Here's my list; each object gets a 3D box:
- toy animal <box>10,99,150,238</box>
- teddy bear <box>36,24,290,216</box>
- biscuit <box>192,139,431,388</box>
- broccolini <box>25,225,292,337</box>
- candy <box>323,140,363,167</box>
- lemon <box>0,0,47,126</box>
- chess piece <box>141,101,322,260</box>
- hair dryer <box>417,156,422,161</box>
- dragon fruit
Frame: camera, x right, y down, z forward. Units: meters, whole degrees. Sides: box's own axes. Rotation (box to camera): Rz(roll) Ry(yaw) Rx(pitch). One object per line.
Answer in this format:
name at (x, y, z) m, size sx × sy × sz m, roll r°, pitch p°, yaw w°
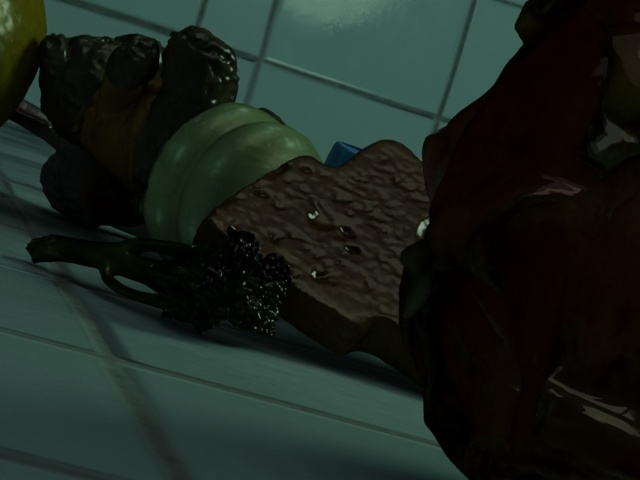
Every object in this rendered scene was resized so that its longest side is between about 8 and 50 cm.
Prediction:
toy animal at (-0.191, -0.061, 1.516) m, size 0.324 × 0.090 × 0.195 m, roll 29°, pitch 5°, yaw 18°
teddy bear at (-0.136, -0.097, 1.382) m, size 0.190 × 0.140 × 0.177 m, roll 31°, pitch -10°, yaw 31°
biscuit at (0.066, 0.015, 1.093) m, size 0.301 × 0.043 × 0.278 m, roll 9°, pitch 37°, yaw -16°
broccolini at (-0.101, 0.026, 1.021) m, size 0.201 × 0.058 × 0.074 m, roll -1°, pitch -25°, yaw 42°
candy at (0.141, 0.025, 1.422) m, size 0.306 × 0.100 × 0.157 m, roll 25°, pitch 3°, yaw 9°
lemon at (-0.329, -0.174, 1.406) m, size 0.228 × 0.228 × 0.253 m, roll 17°, pitch 23°, yaw 9°
chess piece at (0.000, 0.000, 1.245) m, size 0.243 × 0.133 × 0.133 m, roll 27°, pitch 9°, yaw 41°
hair dryer at (0.128, 0.035, 1.590) m, size 0.236 × 0.131 × 0.073 m, roll 33°, pitch 40°, yaw -5°
dragon fruit at (0.158, 0.010, 0.704) m, size 0.250 × 0.250 × 0.315 m, roll 17°, pitch 43°, yaw -8°
